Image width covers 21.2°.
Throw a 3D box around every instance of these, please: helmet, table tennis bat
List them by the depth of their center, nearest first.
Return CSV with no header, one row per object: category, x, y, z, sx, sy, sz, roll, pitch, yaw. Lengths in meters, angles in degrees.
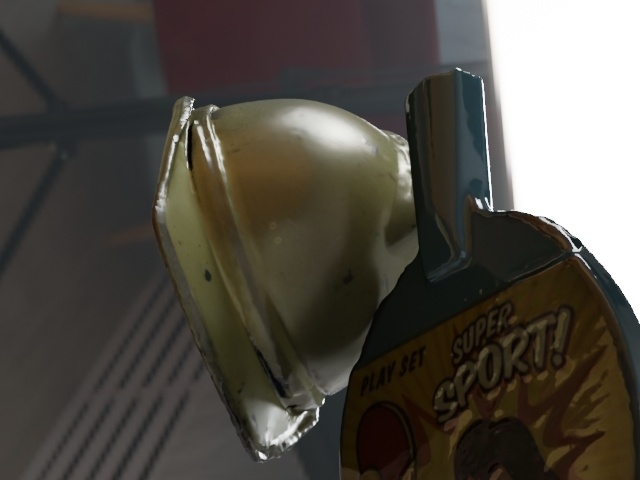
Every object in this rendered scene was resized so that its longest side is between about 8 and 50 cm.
table tennis bat,0.079,0.067,0.852,0.044,0.215,0.329,12,61,-35
helmet,0.003,0.000,0.973,0.257,0.137,0.204,-92,161,-69
